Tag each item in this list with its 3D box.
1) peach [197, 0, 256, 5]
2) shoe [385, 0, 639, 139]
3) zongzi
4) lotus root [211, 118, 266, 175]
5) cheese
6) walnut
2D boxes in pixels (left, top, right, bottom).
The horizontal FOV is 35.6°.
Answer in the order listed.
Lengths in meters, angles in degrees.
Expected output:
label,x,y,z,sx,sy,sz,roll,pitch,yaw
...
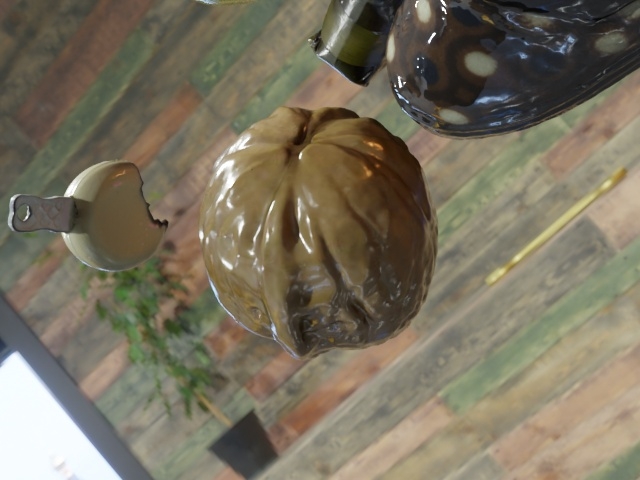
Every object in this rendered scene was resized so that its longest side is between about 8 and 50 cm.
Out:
label,x,y,z,sx,sy,sz,roll,pitch,yaw
peach,-0.184,-0.604,1.891,0.314,0.282,0.316,-10,40,4
shoe,0.182,-0.227,0.802,0.383,0.171,0.237,-25,-26,30
zongzi,0.147,-0.450,1.753,0.317,0.154,0.289,-45,-2,-23
lotus root,-0.044,-0.108,1.774,0.250,0.250,0.346,-44,-13,25
cheese,-0.323,-0.017,1.392,0.070,0.164,0.248,10,26,34
walnut,0.000,0.000,0.811,0.213,0.213,0.213,-41,-5,-4
